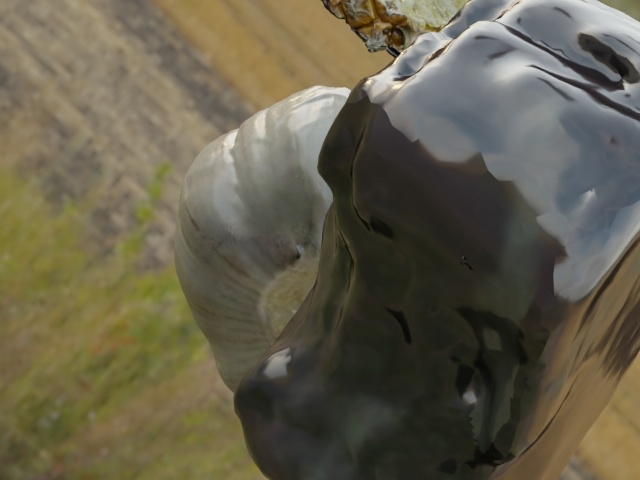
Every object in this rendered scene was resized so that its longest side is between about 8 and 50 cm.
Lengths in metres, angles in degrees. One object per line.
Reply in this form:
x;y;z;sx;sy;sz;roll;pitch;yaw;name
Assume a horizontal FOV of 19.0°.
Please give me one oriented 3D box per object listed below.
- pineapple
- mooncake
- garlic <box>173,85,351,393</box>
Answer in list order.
0.077;-0.248;1.778;0.221;0.047;0.221;20;48;-23;pineapple
0.112;0.018;1.232;0.212;0.381;0.350;37;29;21;mooncake
0.000;0.000;1.802;0.317;0.317;0.259;38;31;-20;garlic
